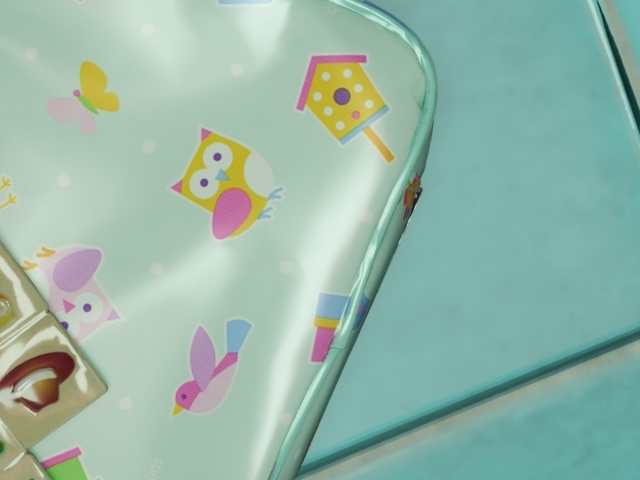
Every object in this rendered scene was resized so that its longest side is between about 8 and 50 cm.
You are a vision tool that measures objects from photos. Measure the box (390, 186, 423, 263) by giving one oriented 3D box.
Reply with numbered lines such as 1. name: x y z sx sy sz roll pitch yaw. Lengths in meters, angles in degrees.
1. box: 0.000 0.000 0.832 0.067 0.018 0.083 23 92 -11

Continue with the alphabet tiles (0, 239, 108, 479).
1. alphabet tiles: -0.212 0.079 0.702 0.237 0.009 0.198 -36 96 1

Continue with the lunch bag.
1. lunch bag: -0.087 -0.003 0.765 0.224 0.108 0.279 23 91 3
